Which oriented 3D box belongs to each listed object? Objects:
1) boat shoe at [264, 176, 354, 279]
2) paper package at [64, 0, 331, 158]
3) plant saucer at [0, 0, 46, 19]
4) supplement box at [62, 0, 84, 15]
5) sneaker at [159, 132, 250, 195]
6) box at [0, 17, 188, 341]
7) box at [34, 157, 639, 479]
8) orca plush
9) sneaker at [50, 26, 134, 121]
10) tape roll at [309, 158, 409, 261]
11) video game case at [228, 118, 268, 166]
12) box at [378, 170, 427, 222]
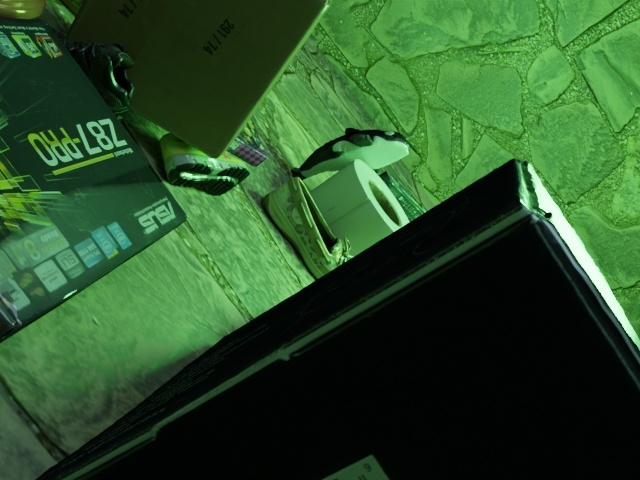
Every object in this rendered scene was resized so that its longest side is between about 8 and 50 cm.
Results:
[{"bbox_3d":[0.000,0.000,1.438,0.285,0.089,0.104,50,18,-17],"label":"boat shoe"},{"bbox_3d":[-0.193,-0.349,1.088,0.310,0.324,0.168,32,26,-16],"label":"paper package"},{"bbox_3d":[-0.452,-0.354,0.886,0.200,0.037,0.200,26,28,-16],"label":"plant saucer"},{"bbox_3d":[-0.400,-0.470,1.272,0.078,0.080,0.233,47,18,-22],"label":"supplement box"},{"bbox_3d":[-0.199,-0.141,1.199,0.094,0.081,0.208,59,19,19],"label":"sneaker"},{"bbox_3d":[-0.333,-0.084,0.733,0.318,0.097,0.395,57,17,-6],"label":"box"},{"bbox_3d":[0.065,0.172,0.677,0.297,0.480,0.472,57,18,-2],"label":"box"},{"bbox_3d":[0.071,-0.220,1.680,0.151,0.287,0.102,41,37,-43],"label":"orca plush"},{"bbox_3d":[-0.348,-0.261,0.956,0.227,0.130,0.087,48,17,-15],"label":"sneaker"},{"bbox_3d":[0.085,-0.043,1.602,0.246,0.169,0.246,47,21,-24],"label":"tape roll"},{"bbox_3d":[-0.220,-0.280,1.449,0.232,0.042,0.210,28,34,-55],"label":"video game case"},{"bbox_3d":[0.167,-0.057,1.811,0.233,0.183,0.059,38,24,-40],"label":"box"}]
